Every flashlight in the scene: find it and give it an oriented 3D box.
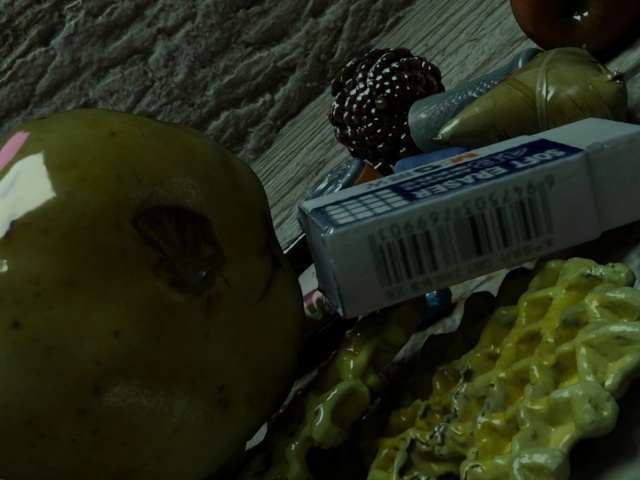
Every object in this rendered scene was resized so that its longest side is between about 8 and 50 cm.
[{"bbox_3d":[0.088,0.069,0.839,0.129,0.051,0.051,-24,25,49],"label":"flashlight"}]

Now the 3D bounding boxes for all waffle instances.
[{"bbox_3d":[0.128,0.108,0.572,0.250,0.056,0.261,-45,7,4],"label":"waffle"},{"bbox_3d":[0.002,0.149,0.712,0.262,0.060,0.280,-45,-6,-39],"label":"waffle"}]

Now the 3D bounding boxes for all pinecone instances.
[{"bbox_3d":[0.114,-0.215,1.301,0.208,0.208,0.208,-42,14,13],"label":"pinecone"}]

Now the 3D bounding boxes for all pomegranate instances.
[{"bbox_3d":[-0.177,0.056,0.668,0.332,0.332,0.332,-42,14,13],"label":"pomegranate"}]

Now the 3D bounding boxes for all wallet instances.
[{"bbox_3d":[0.000,0.000,1.248,0.321,0.044,0.170,-45,-8,3],"label":"wallet"}]

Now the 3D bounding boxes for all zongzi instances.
[{"bbox_3d":[0.218,-0.148,0.853,0.197,0.099,0.194,-7,22,12],"label":"zongzi"}]

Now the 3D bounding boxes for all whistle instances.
[{"bbox_3d":[0.176,-0.093,1.025,0.062,0.062,0.304,-48,14,-12],"label":"whistle"}]

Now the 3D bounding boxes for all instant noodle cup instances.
[{"bbox_3d":[0.048,-0.031,1.084,0.208,0.125,0.177,-30,20,48],"label":"instant noodle cup"}]

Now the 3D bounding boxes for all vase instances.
[{"bbox_3d":[0.230,-0.195,1.110,0.219,0.096,0.096,-22,26,53],"label":"vase"}]

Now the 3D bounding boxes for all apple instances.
[{"bbox_3d":[0.331,-0.335,1.014,0.181,0.181,0.168,-34,16,41],"label":"apple"}]

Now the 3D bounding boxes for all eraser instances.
[{"bbox_3d":[0.132,-0.024,0.658,0.287,0.086,0.130,-17,14,-7],"label":"eraser"}]

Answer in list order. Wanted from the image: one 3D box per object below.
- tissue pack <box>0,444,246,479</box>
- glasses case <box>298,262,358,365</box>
[{"bbox_3d":[-0.208,0.260,0.798,0.238,0.238,0.305,-36,15,35],"label":"tissue pack"},{"bbox_3d":[0.040,0.049,0.959,0.321,0.082,0.122,-39,21,24],"label":"glasses case"}]
